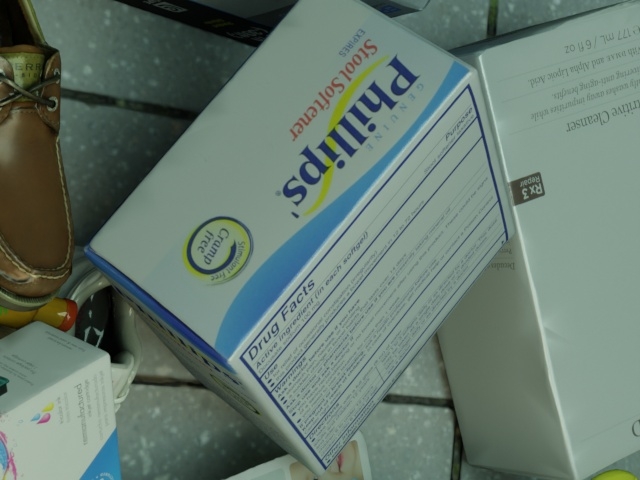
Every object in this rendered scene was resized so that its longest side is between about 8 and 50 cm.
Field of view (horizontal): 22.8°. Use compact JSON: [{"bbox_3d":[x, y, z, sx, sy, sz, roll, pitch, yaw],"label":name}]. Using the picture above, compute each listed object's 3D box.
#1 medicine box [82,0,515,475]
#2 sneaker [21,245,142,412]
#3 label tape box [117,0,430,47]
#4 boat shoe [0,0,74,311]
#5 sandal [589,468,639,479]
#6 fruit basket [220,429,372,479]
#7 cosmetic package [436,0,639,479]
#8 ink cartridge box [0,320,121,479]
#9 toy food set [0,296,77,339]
[{"bbox_3d":[0.000,0.000,1.194,0.263,0.149,0.289,-50,155,-11],"label":"medicine box"},{"bbox_3d":[-0.187,0.117,1.204,0.090,0.115,0.232,8,85,-32],"label":"sneaker"},{"bbox_3d":[-0.022,-0.226,1.241,0.333,0.240,0.106,15,81,-31],"label":"label tape box"},{"bbox_3d":[-0.239,-0.105,1.117,0.111,0.104,0.307,-9,72,-54],"label":"boat shoe"},{"bbox_3d":[0.305,0.319,1.446,0.126,0.138,0.317,-42,146,11],"label":"sandal"},{"bbox_3d":[-0.050,0.344,1.230,0.353,0.165,0.327,-13,96,-52],"label":"fruit basket"},{"bbox_3d":[0.212,0.001,1.435,0.217,0.156,0.385,-21,99,-33],"label":"cosmetic package"},{"bbox_3d":[-0.243,0.165,1.053,0.231,0.078,0.134,-32,131,-42],"label":"ink cartridge box"},{"bbox_3d":[-0.268,0.131,1.156,0.104,0.111,0.232,20,83,-31],"label":"toy food set"}]
